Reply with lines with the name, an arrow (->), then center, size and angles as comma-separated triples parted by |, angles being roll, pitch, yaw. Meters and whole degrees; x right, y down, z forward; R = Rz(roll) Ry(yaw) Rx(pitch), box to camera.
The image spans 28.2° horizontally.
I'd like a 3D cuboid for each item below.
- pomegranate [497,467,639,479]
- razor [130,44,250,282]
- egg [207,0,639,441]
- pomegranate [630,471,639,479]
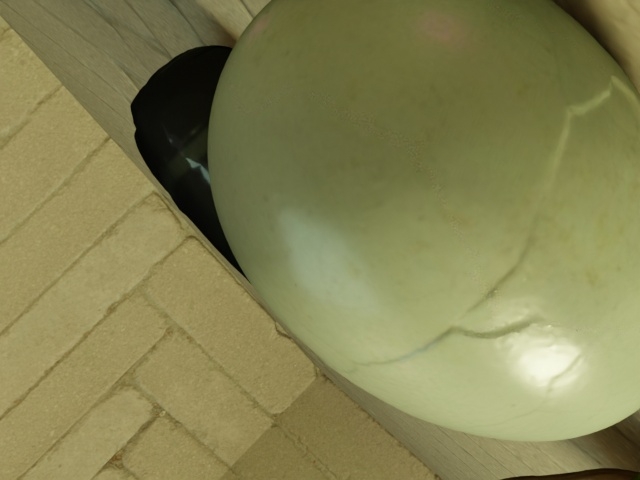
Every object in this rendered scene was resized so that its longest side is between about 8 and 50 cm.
pomegranate -> 0.188, 0.375, 0.917 | 0.411, 0.411, 0.411 | 44, 173, 7
razor -> -0.002, 0.001, 0.980 | 0.349, 0.113, 0.204 | 44, 170, 5
egg -> 0.053, -0.010, 0.464 | 0.209, 0.151, 0.151 | 42, 174, -20
pomegranate -> 0.202, 0.200, 0.672 | 0.159, 0.205, 0.159 | 37, 141, 39
